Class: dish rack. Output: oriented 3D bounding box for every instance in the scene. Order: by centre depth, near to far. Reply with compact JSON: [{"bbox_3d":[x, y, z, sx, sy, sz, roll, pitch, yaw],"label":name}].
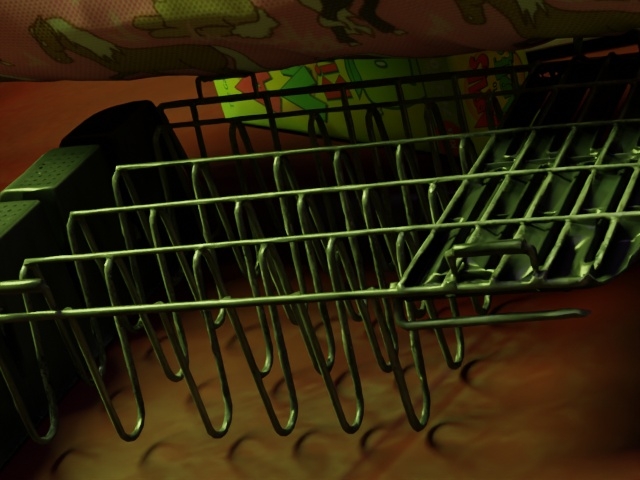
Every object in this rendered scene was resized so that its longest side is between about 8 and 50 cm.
[{"bbox_3d":[0.000,0.000,0.594,0.271,0.074,0.208,-5,25,23],"label":"dish rack"}]

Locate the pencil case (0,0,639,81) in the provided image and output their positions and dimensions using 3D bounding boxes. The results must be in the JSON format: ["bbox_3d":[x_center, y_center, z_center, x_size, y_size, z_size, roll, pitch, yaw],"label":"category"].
[{"bbox_3d":[-0.032,-0.145,0.646,0.386,0.167,0.160,2,17,31],"label":"pencil case"}]

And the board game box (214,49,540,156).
[{"bbox_3d":[0.011,-0.094,0.783,0.043,0.092,0.181,-31,25,-30],"label":"board game box"}]

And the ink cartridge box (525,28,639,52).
[{"bbox_3d":[0.217,-0.202,0.850,0.306,0.131,0.226,-8,22,18],"label":"ink cartridge box"}]
